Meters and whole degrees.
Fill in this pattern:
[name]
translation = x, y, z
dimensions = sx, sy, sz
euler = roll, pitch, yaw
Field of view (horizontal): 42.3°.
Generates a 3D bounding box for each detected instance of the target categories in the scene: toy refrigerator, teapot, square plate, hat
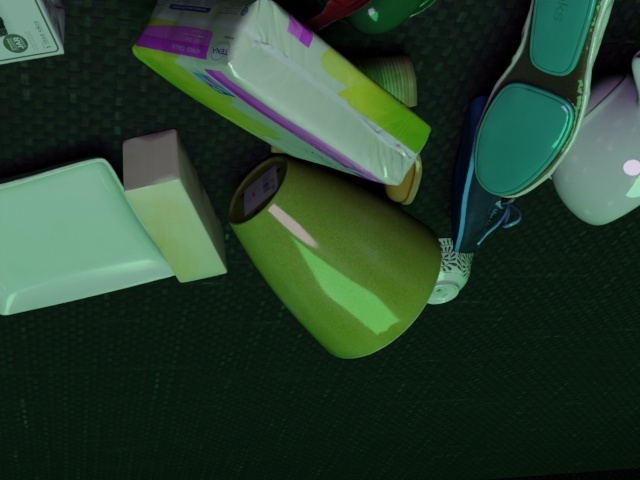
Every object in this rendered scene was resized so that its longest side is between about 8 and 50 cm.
[toy refrigerator]
translation = -0.231, -0.046, 1.320
dimensions = 0.094, 0.102, 0.269
euler = -12, 147, 3
[teapot]
translation = 0.431, -0.158, 1.240
dimensions = 0.256, 0.187, 0.252
euler = -44, 179, 23
[square plate]
translation = -0.451, -0.006, 1.368
dimensions = 0.344, 0.049, 0.347
euler = -14, 146, 4
[hat]
translation = 0.079, -0.270, 0.998
dimensions = 0.208, 0.183, 0.173
euler = -10, 144, 1

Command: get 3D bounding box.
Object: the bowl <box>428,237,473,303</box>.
[bowl]
translation = 0.229, 0.075, 1.642
dimensions = 0.170, 0.080, 0.170
euler = -6, 146, -4

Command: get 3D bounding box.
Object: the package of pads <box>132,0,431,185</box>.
[package of pads]
translation = -0.047, -0.177, 0.967
dimensions = 0.296, 0.229, 0.101
euler = 30, 85, -41

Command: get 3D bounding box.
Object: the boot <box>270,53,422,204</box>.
[boot]
translation = 0.035, -0.145, 1.237
dimensions = 0.220, 0.109, 0.283
euler = -12, 144, 0

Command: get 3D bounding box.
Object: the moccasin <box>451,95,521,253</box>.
[moccasin]
translation = 0.285, -0.087, 1.363
dimensions = 0.117, 0.137, 0.342
euler = 0, 147, -1

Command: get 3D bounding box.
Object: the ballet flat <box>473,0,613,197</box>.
[ballet flat]
translation = 0.321, -0.233, 1.131
dimensions = 0.139, 0.139, 0.400
euler = -2, 133, -12

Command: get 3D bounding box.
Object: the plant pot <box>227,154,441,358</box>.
[plant pot]
translation = 0.000, 0.000, 1.347
dimensions = 0.275, 0.274, 0.293
euler = -32, 124, 29

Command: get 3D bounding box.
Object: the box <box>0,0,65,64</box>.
[box]
translation = -0.458, -0.275, 0.935
dimensions = 0.290, 0.087, 0.169
euler = -11, 146, 0
